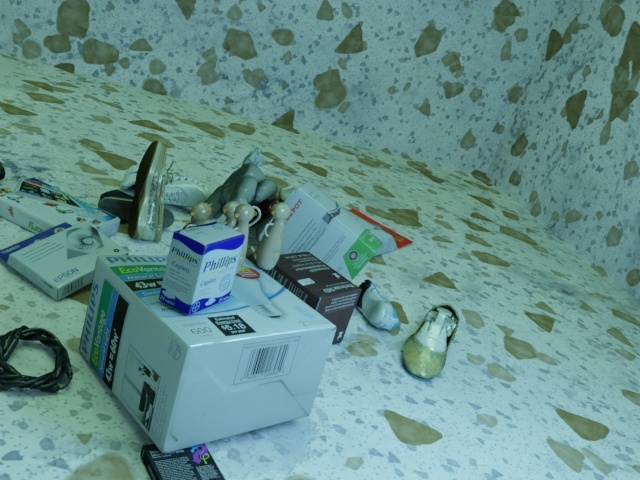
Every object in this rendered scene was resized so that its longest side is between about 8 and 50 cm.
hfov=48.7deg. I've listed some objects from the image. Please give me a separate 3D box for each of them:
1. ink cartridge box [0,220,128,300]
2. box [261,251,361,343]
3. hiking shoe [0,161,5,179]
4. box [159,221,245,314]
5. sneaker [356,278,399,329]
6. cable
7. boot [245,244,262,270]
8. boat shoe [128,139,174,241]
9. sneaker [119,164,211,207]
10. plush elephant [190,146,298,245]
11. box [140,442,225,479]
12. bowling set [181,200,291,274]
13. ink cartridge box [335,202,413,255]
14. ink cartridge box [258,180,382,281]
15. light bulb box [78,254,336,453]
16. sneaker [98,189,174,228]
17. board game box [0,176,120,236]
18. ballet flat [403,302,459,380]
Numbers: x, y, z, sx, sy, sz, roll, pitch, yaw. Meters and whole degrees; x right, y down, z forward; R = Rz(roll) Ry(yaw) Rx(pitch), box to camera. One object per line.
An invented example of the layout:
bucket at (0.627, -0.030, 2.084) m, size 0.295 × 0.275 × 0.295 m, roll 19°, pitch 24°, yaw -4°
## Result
ink cartridge box at (-0.617, 0.029, 1.691) m, size 0.223 × 0.045 × 0.223 m, roll 30°, pitch 36°, yaw 19°
box at (-0.041, 0.152, 1.798) m, size 0.203 × 0.167 × 0.168 m, roll 34°, pitch 25°, yaw 33°
hiking shoe at (-0.944, -0.199, 1.981) m, size 0.114 × 0.086 × 0.227 m, roll 5°, pitch 24°, yaw -25°
box at (-0.212, 0.047, 1.271) m, size 0.072 × 0.137 × 0.126 m, roll 23°, pitch 19°, yaw 22°
sneaker at (0.158, 0.188, 2.031) m, size 0.086 × 0.085 × 0.237 m, roll 40°, pitch 8°, yaw -25°
cable at (-0.557, 0.226, 1.347) m, size 0.150 × 0.047 × 0.184 m, roll 0°, pitch 30°, yaw -30°
boot at (-0.140, 0.071, 2.083) m, size 0.106 × 0.082 × 0.219 m, roll 55°, pitch 26°, yaw 18°
boat shoe at (-0.475, -0.140, 2.012) m, size 0.089 × 0.286 × 0.104 m, roll 13°, pitch -1°, yaw -31°
sneaker at (-0.497, -0.151, 2.256) m, size 0.291 × 0.110 × 0.118 m, roll 12°, pitch 28°, yaw 2°
plush elephant at (-0.197, -0.099, 2.220) m, size 0.255 × 0.271 × 0.330 m, roll 48°, pitch 47°, yaw -24°
box at (-0.227, 0.405, 1.207) m, size 0.116 × 0.029 × 0.162 m, roll 4°, pitch 27°, yaw -36°
bowling set at (-0.219, -0.029, 1.479) m, size 0.199 × 0.154 × 0.287 m, roll 25°, pitch 19°, yaw 28°
ink cartridge box at (0.150, -0.064, 2.614) m, size 0.308 × 0.091 × 0.385 m, roll 31°, pitch 25°, yaw 27°
ink cartridge box at (0.000, 0.000, 2.042) m, size 0.289 × 0.211 × 0.121 m, roll 41°, pitch 23°, yaw 3°
light bulb box at (-0.231, 0.196, 1.411) m, size 0.357 × 0.225 × 0.361 m, roll -1°, pitch 25°, yaw -44°
sneaker at (-0.546, -0.102, 2.102) m, size 0.221 × 0.083 × 0.118 m, roll 15°, pitch 16°, yaw -21°
board game box at (-0.727, -0.076, 1.916) m, size 0.305 × 0.053 × 0.193 m, roll 24°, pitch 22°, yaw 12°
ballet flat at (0.309, 0.258, 1.924) m, size 0.123 × 0.123 × 0.348 m, roll 25°, pitch 22°, yaw 13°
